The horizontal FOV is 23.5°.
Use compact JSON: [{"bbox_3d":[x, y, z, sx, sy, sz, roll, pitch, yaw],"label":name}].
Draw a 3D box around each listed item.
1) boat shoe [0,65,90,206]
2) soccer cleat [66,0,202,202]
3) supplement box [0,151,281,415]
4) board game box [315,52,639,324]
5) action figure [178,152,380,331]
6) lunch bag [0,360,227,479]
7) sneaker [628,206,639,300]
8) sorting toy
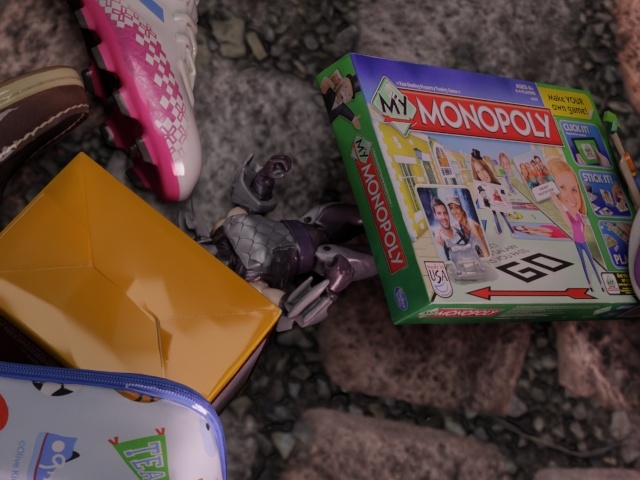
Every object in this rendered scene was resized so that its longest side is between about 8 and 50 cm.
[{"bbox_3d":[-0.308,-0.006,1.216,0.342,0.123,0.123,-38,88,-19],"label":"boat shoe"},{"bbox_3d":[-0.148,-0.194,1.321,0.143,0.116,0.331,-21,73,-18],"label":"soccer cleat"},{"bbox_3d":[-0.155,0.071,1.166,0.191,0.194,0.129,38,67,6],"label":"supplement box"},{"bbox_3d":[0.149,-0.037,1.272,0.317,0.046,0.213,2,65,-45],"label":"board game box"},{"bbox_3d":[0.000,0.000,1.275,0.285,0.099,0.185,-7,51,-23],"label":"action figure"},{"bbox_3d":[-0.170,0.201,1.053,0.243,0.303,0.115,3,52,3],"label":"lunch bag"},{"bbox_3d":[0.342,0.070,1.307,0.114,0.152,0.305,-11,77,30],"label":"sneaker"},{"bbox_3d":[0.270,-0.074,1.367,0.012,0.083,0.062,-21,27,13],"label":"sorting toy"}]
